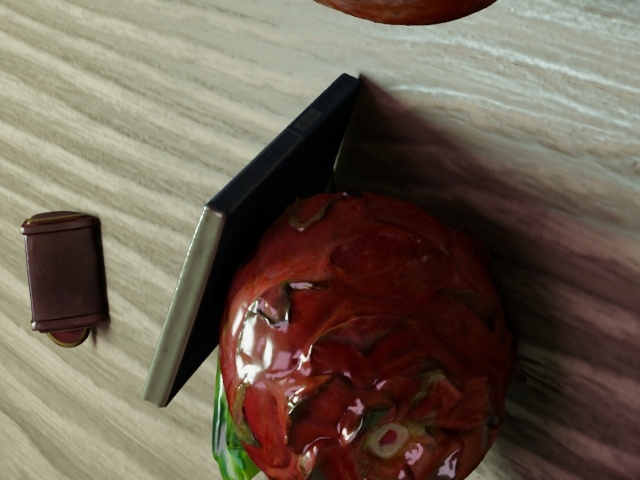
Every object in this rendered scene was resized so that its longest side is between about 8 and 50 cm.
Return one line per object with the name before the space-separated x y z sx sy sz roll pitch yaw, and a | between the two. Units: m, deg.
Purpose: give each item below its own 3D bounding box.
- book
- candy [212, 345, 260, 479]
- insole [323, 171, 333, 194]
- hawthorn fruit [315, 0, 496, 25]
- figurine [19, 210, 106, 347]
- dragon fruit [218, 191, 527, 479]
book | -0.051 -0.006 1.375 0.025 0.269 0.191 27 124 10
candy | -0.046 0.149 1.557 0.246 0.069 0.149 153 119 -75
insole | 0.000 0.000 1.517 0.064 0.004 0.188 9 107 54
hawthorn fruit | 0.051 -0.276 1.130 0.284 0.284 0.284 22 117 52
figurine | -0.291 0.044 1.912 0.098 0.082 0.154 -155 59 -67
dragon fruit | 0.033 0.087 1.286 0.252 0.241 0.241 62 143 25
